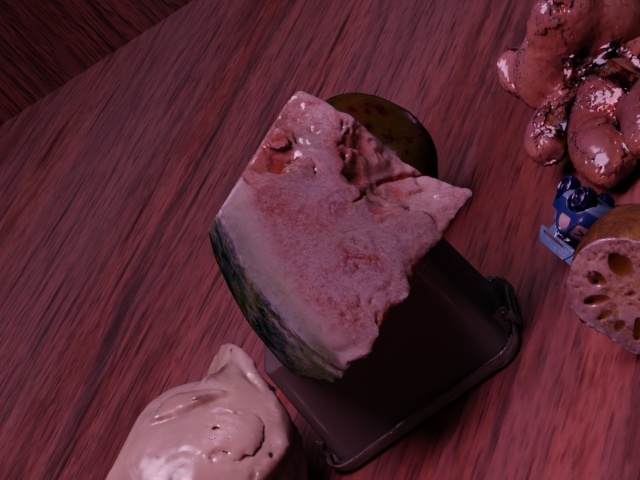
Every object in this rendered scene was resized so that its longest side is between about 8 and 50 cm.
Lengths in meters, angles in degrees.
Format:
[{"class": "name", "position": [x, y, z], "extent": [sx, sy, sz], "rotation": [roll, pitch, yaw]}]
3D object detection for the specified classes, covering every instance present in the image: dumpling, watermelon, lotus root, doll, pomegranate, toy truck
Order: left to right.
[{"class": "dumpling", "position": [-0.115, 0.264, 1.916], "extent": [0.318, 0.187, 0.243], "rotation": [-65, -7, -50]}, {"class": "watermelon", "position": [0.000, 0.000, 1.860], "extent": [0.231, 0.193, 0.310], "rotation": [-57, 4, 18]}, {"class": "pomegranate", "position": [0.039, -0.057, 2.221], "extent": [0.202, 0.202, 0.248], "rotation": [-44, -8, -5]}, {"class": "doll", "position": [0.279, -0.175, 2.041], "extent": [0.201, 0.156, 0.303], "rotation": [-31, 26, 12]}, {"class": "toy truck", "position": [0.257, -0.008, 1.871], "extent": [0.074, 0.063, 0.136], "rotation": [-61, 20, 8]}, {"class": "lotus root", "position": [0.277, 0.027, 1.674], "extent": [0.081, 0.122, 0.112], "rotation": [-52, -4, -41]}]

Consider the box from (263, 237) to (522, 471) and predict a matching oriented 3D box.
[{"class": "box", "position": [0.061, 0.091, 1.917], "extent": [0.243, 0.135, 0.163], "rotation": [-36, 21, 16]}]
